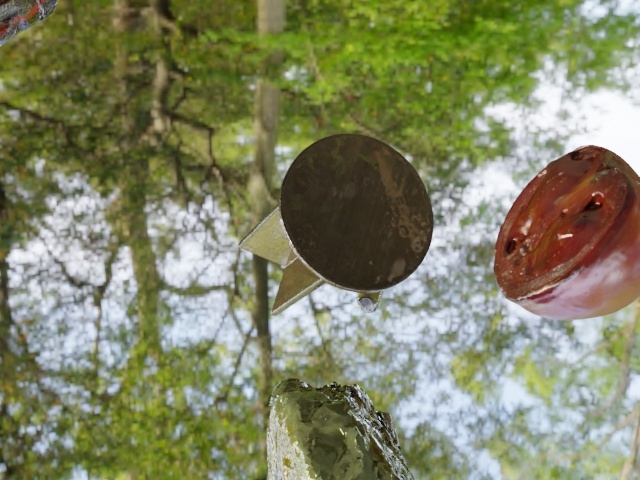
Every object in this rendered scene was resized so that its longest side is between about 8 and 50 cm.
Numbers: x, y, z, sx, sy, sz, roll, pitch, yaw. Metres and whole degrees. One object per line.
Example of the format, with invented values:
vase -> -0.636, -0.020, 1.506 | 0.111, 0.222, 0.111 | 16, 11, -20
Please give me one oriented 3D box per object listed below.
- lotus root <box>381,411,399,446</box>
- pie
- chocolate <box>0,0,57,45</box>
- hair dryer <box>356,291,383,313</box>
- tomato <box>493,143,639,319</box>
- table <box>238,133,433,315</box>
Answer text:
lotus root -> 0.058, 0.309, 1.452 | 0.122, 0.112, 0.081 | 1, -128, -18
pie -> 0.041, 0.340, 1.102 | 0.181, 0.395, 0.418 | -11, -177, -3
chocolate -> -0.367, -0.239, 1.111 | 0.182, 0.086, 0.028 | -35, -109, -24
hair dryer -> 0.110, 0.054, 1.874 | 0.090, 0.135, 0.278 | 23, -146, 2
tomato -> 0.311, 0.009, 1.159 | 0.140, 0.200, 0.233 | 37, -156, -16
table -> 0.000, 0.000, 1.106 | 0.167, 0.167, 0.227 | -13, 169, -24
